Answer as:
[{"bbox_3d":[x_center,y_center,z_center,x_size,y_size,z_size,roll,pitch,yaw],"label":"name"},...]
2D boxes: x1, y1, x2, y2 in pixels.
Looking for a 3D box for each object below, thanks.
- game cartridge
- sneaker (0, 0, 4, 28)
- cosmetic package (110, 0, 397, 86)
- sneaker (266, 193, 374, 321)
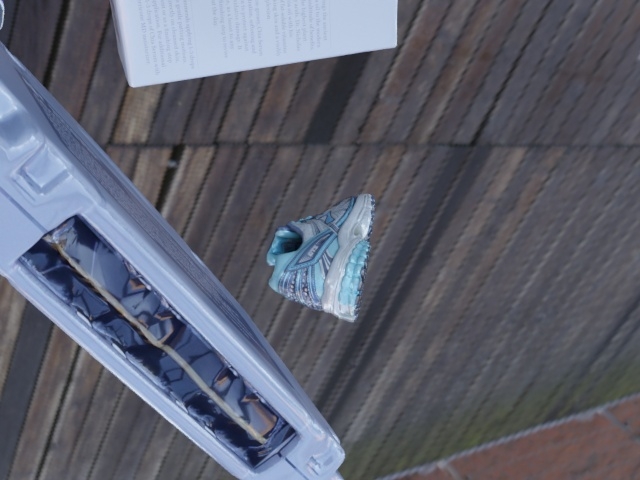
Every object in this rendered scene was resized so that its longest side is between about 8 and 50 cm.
[{"bbox_3d":[-0.103,0.007,0.494,0.060,0.196,0.294,-37,130,0],"label":"game cartridge"},{"bbox_3d":[-0.480,-0.300,1.345,0.068,0.071,0.170,28,144,-20],"label":"sneaker"},{"bbox_3d":[-0.111,-0.413,1.563,0.453,0.161,0.230,-11,124,-13],"label":"cosmetic package"},{"bbox_3d":[0.000,0.000,1.195,0.122,0.283,0.110,12,108,0],"label":"sneaker"}]
